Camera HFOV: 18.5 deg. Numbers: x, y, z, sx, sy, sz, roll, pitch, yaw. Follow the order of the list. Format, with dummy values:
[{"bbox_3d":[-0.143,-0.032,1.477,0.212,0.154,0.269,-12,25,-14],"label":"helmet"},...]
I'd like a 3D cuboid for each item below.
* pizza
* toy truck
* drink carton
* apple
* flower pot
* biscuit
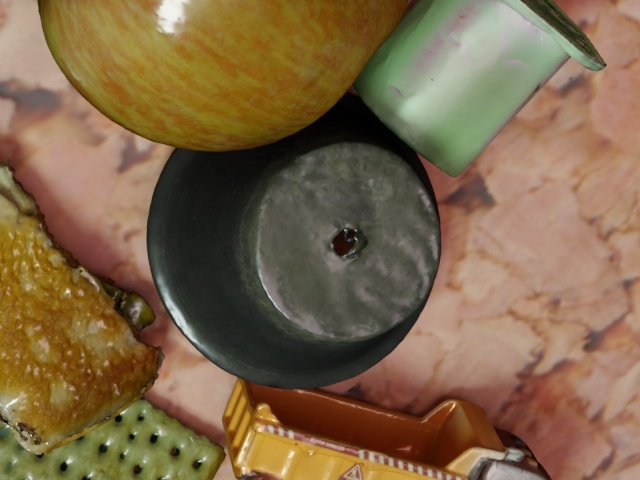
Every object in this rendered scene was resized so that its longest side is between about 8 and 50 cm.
[{"bbox_3d":[-0.222,0.056,1.474,0.226,0.069,0.147,47,68,-20],"label":"pizza"},{"bbox_3d":[0.053,0.187,1.573,0.270,0.114,0.135,17,108,-16],"label":"toy truck"},{"bbox_3d":[0.110,-0.134,1.470,0.144,0.146,0.142,36,105,-21],"label":"drink carton"},{"bbox_3d":[-0.063,-0.185,1.343,0.264,0.264,0.264,-4,109,-13],"label":"apple"},{"bbox_3d":[0.000,0.000,1.446,0.235,0.148,0.235,-1,92,-16],"label":"flower pot"},{"bbox_3d":[-0.193,0.163,1.514,0.231,0.016,0.139,34,67,-18],"label":"biscuit"}]
